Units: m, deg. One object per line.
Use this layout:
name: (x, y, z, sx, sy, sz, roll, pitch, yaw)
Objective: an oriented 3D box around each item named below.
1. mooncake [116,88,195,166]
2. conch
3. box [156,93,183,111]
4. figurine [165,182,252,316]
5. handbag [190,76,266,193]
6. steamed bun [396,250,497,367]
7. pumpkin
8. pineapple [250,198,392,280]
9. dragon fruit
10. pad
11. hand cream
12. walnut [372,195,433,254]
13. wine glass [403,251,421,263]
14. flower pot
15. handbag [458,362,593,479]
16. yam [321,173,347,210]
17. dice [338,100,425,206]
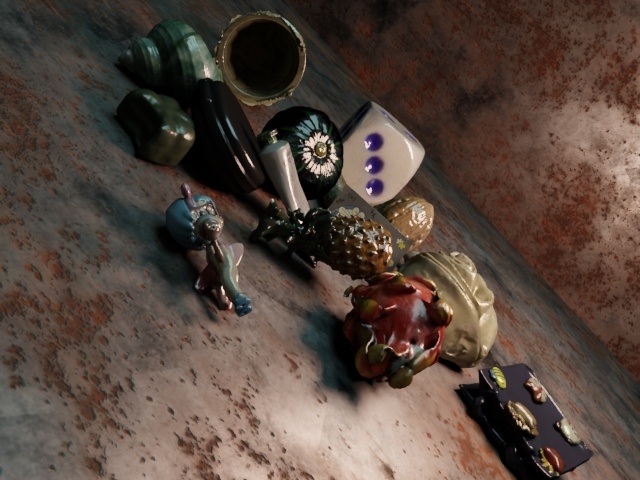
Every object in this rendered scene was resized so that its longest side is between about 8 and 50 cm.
mooncake: (-0.348, -0.242, 1.461, 0.175, 0.104, 0.168, 40, 27, -3)
conch: (-0.358, -0.434, 1.710, 0.277, 0.220, 0.195, 1, 69, -30)
box: (-0.376, -0.334, 1.698, 0.083, 0.012, 0.046, 14, 36, -54)
figurine: (-0.202, 0.016, 1.225, 0.260, 0.103, 0.205, 60, -1, 24)
handbag: (-0.219, -0.244, 1.614, 0.253, 0.093, 0.308, 59, 9, -39)
steamed bun: (0.357, 0.162, 1.860, 0.324, 0.219, 0.309, 42, 21, -9)
pumpkin: (-0.071, -0.224, 1.829, 0.248, 0.248, 0.248, 38, 22, -18)
pineapple: (0.000, 0.000, 1.550, 0.310, 0.170, 0.141, 15, 57, -20)
dragon fruit: (0.154, 0.194, 1.464, 0.307, 0.243, 0.227, -33, 104, -32)
pad: (0.113, -0.010, 1.835, 0.245, 0.170, 0.006, 41, -16, -10)
hand cream: (-0.065, -0.103, 1.644, 0.121, 0.076, 0.335, -68, 139, -64)
walnut: (0.219, -0.042, 1.958, 0.178, 0.230, 0.178, 61, -3, 6)
wine glass: (0.327, -0.010, 2.065, 0.309, 0.264, 0.096, 47, 12, 5)
flower pot: (-0.197, -0.593, 2.211, 0.290, 0.290, 0.259, 38, 11, -19)
handbag: (0.522, 0.462, 1.759, 0.329, 0.122, 0.303, 12, 39, -53)
yam: (0.041, -0.139, 2.014, 0.093, 0.093, 0.259, 30, 24, -35)
dice: (0.171, -0.284, 2.286, 0.251, 0.259, 0.243, 38, 16, -16)
